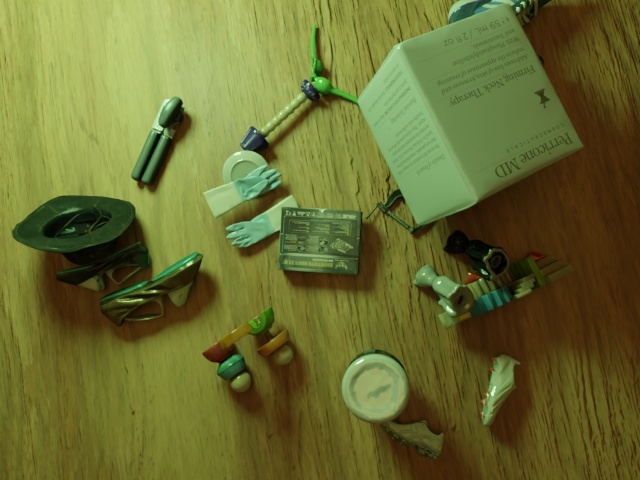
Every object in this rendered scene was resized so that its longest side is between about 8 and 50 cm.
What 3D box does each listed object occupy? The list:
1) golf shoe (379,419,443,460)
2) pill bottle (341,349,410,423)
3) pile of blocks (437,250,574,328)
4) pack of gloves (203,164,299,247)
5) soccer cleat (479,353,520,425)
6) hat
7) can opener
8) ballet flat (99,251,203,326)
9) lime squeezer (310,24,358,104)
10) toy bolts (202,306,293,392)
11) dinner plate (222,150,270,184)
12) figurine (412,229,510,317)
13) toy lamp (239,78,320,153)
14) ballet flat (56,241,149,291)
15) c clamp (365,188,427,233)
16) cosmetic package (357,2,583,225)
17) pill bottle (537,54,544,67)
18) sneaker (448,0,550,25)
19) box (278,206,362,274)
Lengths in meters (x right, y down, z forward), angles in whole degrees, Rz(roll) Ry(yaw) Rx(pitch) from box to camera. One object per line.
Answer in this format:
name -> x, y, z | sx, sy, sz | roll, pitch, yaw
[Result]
golf shoe -> 0.249, 0.518, 1.469 | 0.176, 0.069, 0.086 | 28, 66, 6
pill bottle -> 0.141, 0.360, 1.382 | 0.162, 0.278, 0.162 | -1, 83, 6
pile of blocks -> 0.473, 0.110, 1.445 | 0.362, 0.149, 0.112 | -26, 81, 3
pack of gloves -> -0.195, -0.099, 1.595 | 0.232, 0.046, 0.195 | -26, 94, -5
soccer cleat -> 0.480, 0.403, 1.449 | 0.076, 0.068, 0.196 | 16, 82, 5
hat -> -0.697, -0.013, 1.584 | 0.332, 0.331, 0.133 | 3, 125, 7
can opener -> -0.495, -0.305, 1.641 | 0.074, 0.093, 0.280 | 23, 90, 8
ballet flat -> -0.469, 0.154, 1.571 | 0.343, 0.116, 0.124 | -26, 101, 3
lime squeezer -> 0.016, -0.508, 1.625 | 0.110, 0.059, 0.310 | -31, 80, 2
toy bolts -> -0.202, 0.319, 1.478 | 0.229, 0.218, 0.158 | -36, 86, 19
dinner plate -> -0.218, -0.193, 1.598 | 0.141, 0.017, 0.141 | 0, 109, -1
figurine -> 0.359, 0.076, 1.453 | 0.215, 0.209, 0.092 | -47, 119, -1
toy lamp -> -0.123, -0.358, 1.611 | 0.275, 0.080, 0.080 | -41, 80, -2
ballet flat -> -0.637, 0.094, 1.600 | 0.281, 0.095, 0.096 | -20, 94, 3
c clamp -> 0.234, -0.076, 1.563 | 0.161, 0.022, 0.137 | 33, 82, 11
cosmetic package -> 0.354, -0.296, 1.367 | 0.330, 0.327, 0.393 | -26, 88, -15
pill bottle -> 0.557, -0.397, 1.517 | 0.123, 0.123, 0.219 | 4, 83, 7
sneaker -> 0.530, -0.598, 1.515 | 0.323, 0.130, 0.236 | -14, 61, 13
box -> 0.000, 0.000, 1.546 | 0.231, 0.056, 0.182 | 3, 92, 7
